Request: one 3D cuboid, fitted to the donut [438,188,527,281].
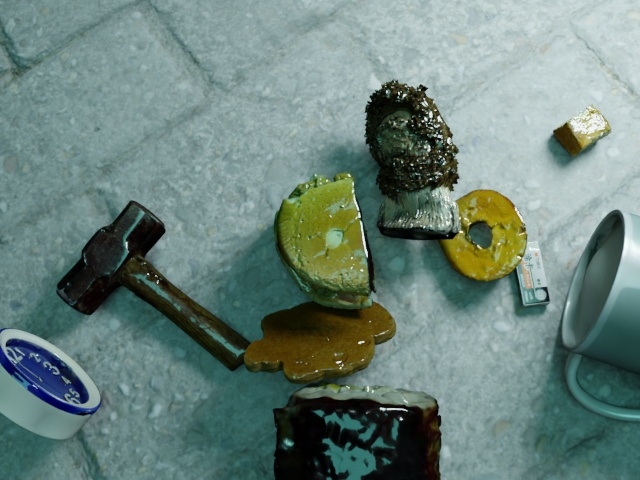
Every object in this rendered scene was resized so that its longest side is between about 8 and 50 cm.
[{"bbox_3d":[0.313,-0.004,1.153,0.162,0.065,0.178,-24,68,19],"label":"donut"}]

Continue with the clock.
[{"bbox_3d":[-0.519,0.262,1.107,0.230,0.230,0.083,39,87,15],"label":"clock"}]

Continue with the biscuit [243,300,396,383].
[{"bbox_3d":[0.000,0.184,1.098,0.290,0.041,0.208,-15,31,-18],"label":"biscuit"}]

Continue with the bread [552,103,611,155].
[{"bbox_3d":[0.518,-0.217,1.196,0.083,0.077,0.070,-31,85,-2],"label":"bread"}]

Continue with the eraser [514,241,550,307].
[{"bbox_3d":[0.401,0.065,1.152,0.052,0.029,0.122,-8,74,5],"label":"eraser"}]

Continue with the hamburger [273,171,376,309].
[{"bbox_3d":[0.000,0.000,1.139,0.192,0.167,0.288,-12,66,8],"label":"hamburger"}]

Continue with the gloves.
[{"bbox_3d":[0.173,-0.154,1.161,0.135,0.210,0.312,-7,97,-25],"label":"gloves"}]

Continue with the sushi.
[{"bbox_3d":[0.056,0.381,0.971,0.281,0.299,0.294,-1,76,23],"label":"sushi"}]

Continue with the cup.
[{"bbox_3d":[0.572,0.155,1.015,0.274,0.259,0.356,18,109,11],"label":"cup"}]

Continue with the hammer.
[{"bbox_3d":[-0.304,0.123,1.205,0.409,0.095,0.242,36,82,9],"label":"hammer"}]
